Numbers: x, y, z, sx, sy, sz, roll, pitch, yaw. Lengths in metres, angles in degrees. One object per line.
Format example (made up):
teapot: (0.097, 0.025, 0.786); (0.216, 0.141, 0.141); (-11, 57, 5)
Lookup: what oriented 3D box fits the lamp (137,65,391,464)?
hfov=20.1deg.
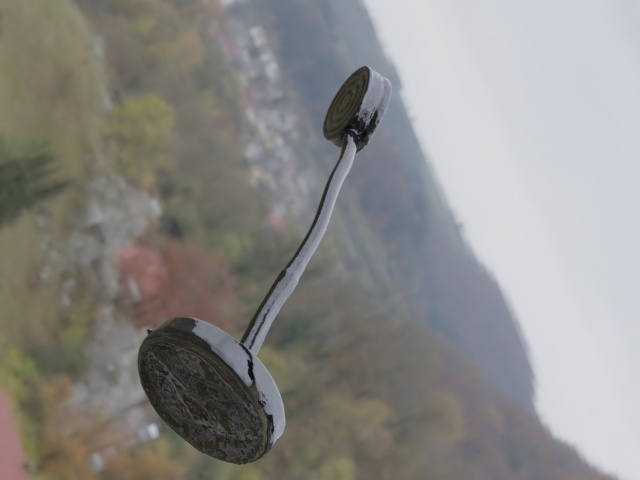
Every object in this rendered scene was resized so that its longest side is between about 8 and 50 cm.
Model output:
lamp: (-0.033, -0.017, 1.293); (0.108, 0.130, 0.371); (30, 54, -14)
